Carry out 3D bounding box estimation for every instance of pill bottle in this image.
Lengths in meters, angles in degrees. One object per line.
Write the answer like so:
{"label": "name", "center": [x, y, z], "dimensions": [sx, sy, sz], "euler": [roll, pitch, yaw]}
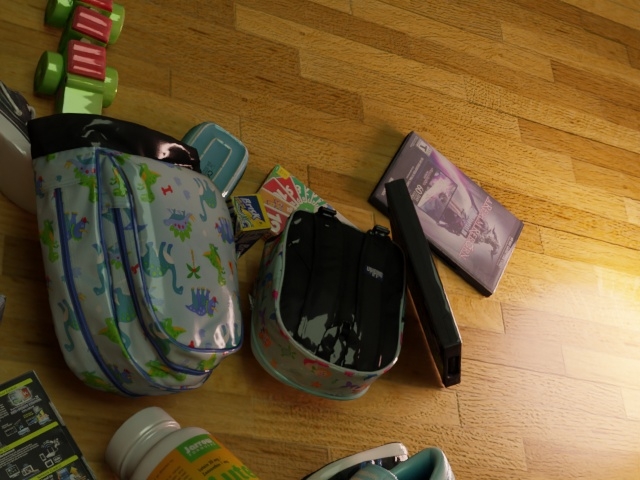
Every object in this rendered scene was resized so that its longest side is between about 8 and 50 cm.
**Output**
{"label": "pill bottle", "center": [-0.155, 0.322, 1.472], "dimensions": [0.245, 0.136, 0.136], "euler": [37, 43, 26]}

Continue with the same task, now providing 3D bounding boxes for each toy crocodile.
{"label": "toy crocodile", "center": [-0.360, -0.304, 1.787], "dimensions": [0.115, 0.105, 0.341], "euler": [15, 55, -26]}

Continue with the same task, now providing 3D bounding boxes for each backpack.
{"label": "backpack", "center": [0.006, 0.107, 1.717], "dimensions": [0.225, 0.191, 0.254], "euler": [21, 45, -19]}
{"label": "backpack", "center": [-0.239, 0.032, 1.554], "dimensions": [0.290, 0.273, 0.356], "euler": [20, 74, -62]}

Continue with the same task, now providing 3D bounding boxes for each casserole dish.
{"label": "casserole dish", "center": [-0.177, -0.117, 1.840], "dimensions": [0.114, 0.037, 0.188], "euler": [36, 49, -9]}

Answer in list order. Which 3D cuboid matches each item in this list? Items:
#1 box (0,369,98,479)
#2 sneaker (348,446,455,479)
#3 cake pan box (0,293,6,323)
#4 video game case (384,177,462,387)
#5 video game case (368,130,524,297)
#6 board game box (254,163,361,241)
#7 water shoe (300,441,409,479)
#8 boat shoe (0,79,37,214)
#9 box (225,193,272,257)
{"label": "box", "center": [-0.411, 0.305, 1.401], "dimensions": [0.270, 0.060, 0.216], "euler": [-26, 78, -42]}
{"label": "sneaker", "center": [0.042, 0.380, 1.575], "dimensions": [0.365, 0.135, 0.150], "euler": [-20, 108, -42]}
{"label": "cake pan box", "center": [-0.547, 0.105, 1.370], "dimensions": [0.266, 0.070, 0.246], "euler": [27, 45, -1]}
{"label": "video game case", "center": [0.163, 0.071, 1.830], "dimensions": [0.035, 0.248, 0.275], "euler": [-18, 69, -1]}
{"label": "video game case", "center": [0.228, -0.049, 2.080], "dimensions": [0.274, 0.026, 0.196], "euler": [38, 48, -7]}
{"label": "board game box", "center": [0.000, 0.000, 1.890], "dimensions": [0.259, 0.039, 0.124], "euler": [40, 48, -10]}
{"label": "water shoe", "center": [0.059, 0.348, 1.683], "dimensions": [0.203, 0.073, 0.080], "euler": [-11, 71, -38]}
{"label": "boat shoe", "center": [-0.449, -0.166, 1.648], "dimensions": [0.301, 0.108, 0.102], "euler": [45, 48, 8]}
{"label": "box", "center": [-0.140, -0.003, 1.703], "dimensions": [0.054, 0.169, 0.059], "euler": [-5, 66, -38]}
